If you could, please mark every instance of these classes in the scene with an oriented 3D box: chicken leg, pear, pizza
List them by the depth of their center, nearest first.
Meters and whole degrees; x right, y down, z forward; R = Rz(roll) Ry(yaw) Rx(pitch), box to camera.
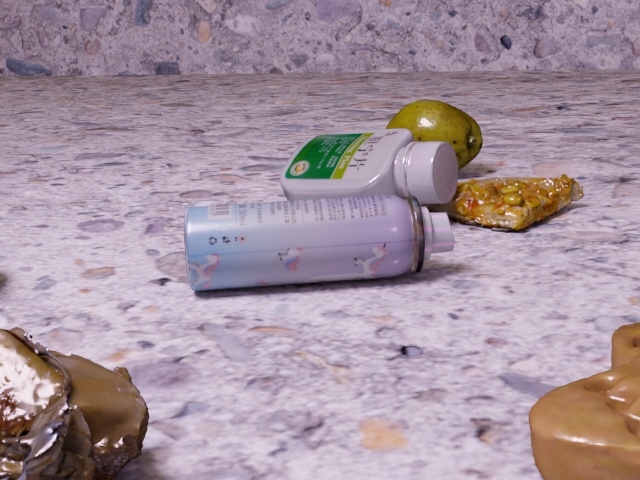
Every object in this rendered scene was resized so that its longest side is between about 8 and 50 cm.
[{"bbox_3d":[-0.189,0.099,0.448,0.196,0.080,0.125,-2,29,6],"label":"chicken leg"},{"bbox_3d":[0.195,-0.044,0.938,0.178,0.041,0.131,1,18,11],"label":"pizza"},{"bbox_3d":[0.147,-0.135,1.151,0.131,0.107,0.107,0,14,37],"label":"pear"}]

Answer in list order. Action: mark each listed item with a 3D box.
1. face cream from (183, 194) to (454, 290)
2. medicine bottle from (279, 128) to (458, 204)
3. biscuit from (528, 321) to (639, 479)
[{"bbox_3d":[0.000,0.000,0.757,0.230,0.075,0.075,-4,16,-3],"label":"face cream"},{"bbox_3d":[0.054,-0.072,0.954,0.183,0.069,0.119,3,39,33],"label":"medicine bottle"},{"bbox_3d":[0.290,0.085,0.458,0.355,0.052,0.275,-11,18,-23],"label":"biscuit"}]
